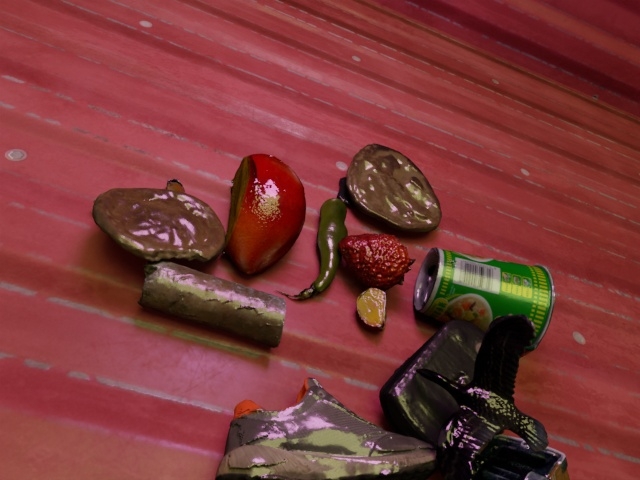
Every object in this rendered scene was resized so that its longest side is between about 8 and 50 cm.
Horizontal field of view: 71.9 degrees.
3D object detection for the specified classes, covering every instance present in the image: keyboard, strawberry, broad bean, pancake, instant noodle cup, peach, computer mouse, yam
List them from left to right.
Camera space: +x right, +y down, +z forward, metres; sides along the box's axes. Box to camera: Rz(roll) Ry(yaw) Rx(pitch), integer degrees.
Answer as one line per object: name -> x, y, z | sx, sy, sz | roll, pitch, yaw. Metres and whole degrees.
pancake -> -0.283, -0.037, 0.802 | 0.236, 0.042, 0.223 | 16, 33, -25
yam -> -0.187, 0.107, 0.766 | 0.258, 0.093, 0.093 | 19, 46, -9
peach -> -0.107, -0.062, 0.903 | 0.158, 0.154, 0.268 | 14, 47, -16
broad bean -> 0.010, 0.005, 0.969 | 0.098, 0.056, 0.318 | 28, 47, -1
peach -> 0.112, 0.145, 0.897 | 0.077, 0.050, 0.083 | -31, 57, -15
strawberry -> 0.118, 0.032, 0.942 | 0.148, 0.131, 0.131 | 49, 45, -9
keyboard -> 0.168, -0.094, 1.154 | 0.262, 0.016, 0.106 | 19, 46, -9
pancake -> 0.189, -0.137, 1.156 | 0.294, 0.050, 0.295 | 13, 51, -17
computer mouse -> 0.229, 0.271, 0.807 | 0.269, 0.100, 0.170 | -33, 69, -34
instant noodle cup -> 0.331, 0.117, 0.936 | 0.232, 0.207, 0.207 | 18, 46, -1

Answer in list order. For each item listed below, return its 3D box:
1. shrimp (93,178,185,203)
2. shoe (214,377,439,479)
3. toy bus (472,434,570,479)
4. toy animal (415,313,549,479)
shrimp -> -0.350, -0.086, 0.888 | 0.160, 0.049, 0.166 | 21, 44, -11
shoe -> 0.012, 0.299, 0.679 | 0.335, 0.133, 0.171 | 7, 40, -15
toy bus -> 0.252, 0.425, 0.632 | 0.275, 0.138, 0.167 | -24, 100, -38
toy animal -> 0.236, 0.259, 0.683 | 0.160, 0.197, 0.273 | 37, 74, -24
